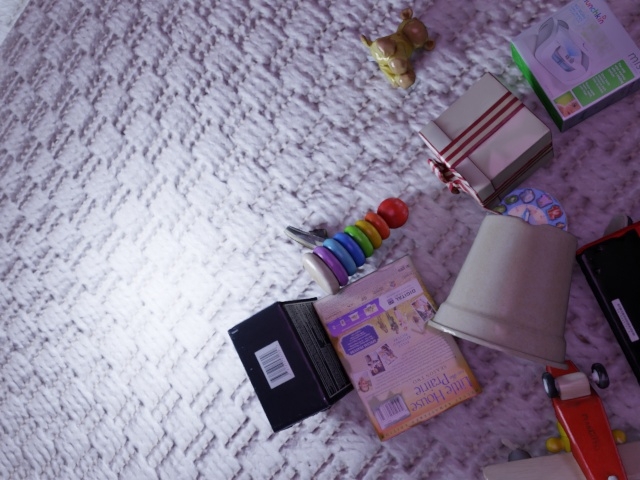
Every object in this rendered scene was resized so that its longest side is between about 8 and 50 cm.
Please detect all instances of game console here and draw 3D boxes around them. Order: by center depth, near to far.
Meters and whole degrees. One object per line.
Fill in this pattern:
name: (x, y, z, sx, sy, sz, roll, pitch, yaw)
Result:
game console: (0.837, 0.129, 1.291, 0.342, 0.060, 0.386, -25, 83, 6)

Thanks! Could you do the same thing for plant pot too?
plant pot: (0.466, 0.110, 1.332, 0.334, 0.334, 0.305, 17, 87, 20)

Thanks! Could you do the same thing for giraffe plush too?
giraffe plush: (0.238, -0.554, 1.558, 0.171, 0.181, 0.210, -38, 40, 3)

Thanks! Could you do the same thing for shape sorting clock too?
shape sorting clock: (0.543, -0.041, 1.458, 0.207, 0.040, 0.206, -2, 85, 19)

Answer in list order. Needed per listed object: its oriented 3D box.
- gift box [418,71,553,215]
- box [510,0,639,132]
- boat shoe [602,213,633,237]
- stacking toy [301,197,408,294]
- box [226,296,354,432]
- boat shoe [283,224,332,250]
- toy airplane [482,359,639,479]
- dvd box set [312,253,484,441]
gift box: (0.421, -0.219, 1.390, 0.258, 0.255, 0.276, -41, 62, 13)
box: (0.657, -0.453, 1.405, 0.231, 0.127, 0.261, -30, 76, 17)
boat shoe: (0.750, 0.051, 1.371, 0.079, 0.084, 0.232, 9, 83, -10)
stacking toy: (0.114, 0.002, 1.533, 0.330, 0.141, 0.141, -38, 74, -12)
box: (-0.064, 0.327, 1.510, 0.183, 0.294, 0.296, -31, 77, 16)
boat shoe: (0.000, 0.000, 1.630, 0.224, 0.080, 0.073, 26, 88, 13)
toy airplane: (0.634, 0.508, 1.268, 0.386, 0.272, 0.384, 27, 64, 34)
dvd box set: (0.206, 0.290, 1.514, 0.308, 0.062, 0.420, -29, 77, 4)
